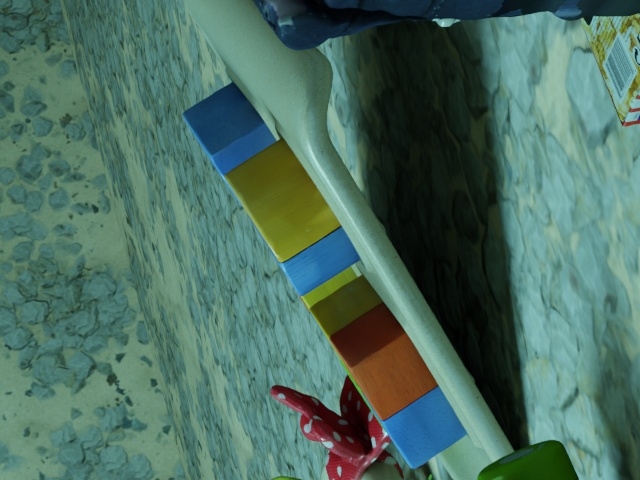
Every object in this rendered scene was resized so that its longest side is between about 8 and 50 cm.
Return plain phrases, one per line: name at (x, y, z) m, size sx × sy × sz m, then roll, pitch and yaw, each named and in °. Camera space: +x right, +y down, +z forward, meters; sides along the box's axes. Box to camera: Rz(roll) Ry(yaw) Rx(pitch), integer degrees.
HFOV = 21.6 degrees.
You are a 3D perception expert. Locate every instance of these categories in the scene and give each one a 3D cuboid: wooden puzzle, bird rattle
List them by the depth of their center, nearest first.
wooden puzzle at (0.000, 0.000, 1.129) m, size 0.348 × 0.080 × 0.322 m, roll 64°, pitch 176°, yaw -28°
bird rattle at (0.045, 0.222, 1.354) m, size 0.207 × 0.143 × 0.253 m, roll 57°, pitch 146°, yaw 28°

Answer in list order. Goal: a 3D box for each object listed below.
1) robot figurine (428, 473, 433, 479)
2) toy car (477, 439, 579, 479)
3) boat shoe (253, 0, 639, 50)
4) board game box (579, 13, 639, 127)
robot figurine at (0.081, 0.228, 1.211) m, size 0.101 × 0.067 × 0.115 m, roll -23°, pitch 77°, yaw 49°
toy car at (0.132, 0.185, 0.818) m, size 0.155 × 0.149 × 0.188 m, roll 65°, pitch 155°, yaw 2°
boat shoe at (0.010, -0.216, 0.673) m, size 0.127 × 0.158 × 0.341 m, roll 93°, pitch 161°, yaw -49°
board game box at (0.127, -0.166, 0.680) m, size 0.147 × 0.045 × 0.194 m, roll 105°, pitch 151°, yaw -65°
